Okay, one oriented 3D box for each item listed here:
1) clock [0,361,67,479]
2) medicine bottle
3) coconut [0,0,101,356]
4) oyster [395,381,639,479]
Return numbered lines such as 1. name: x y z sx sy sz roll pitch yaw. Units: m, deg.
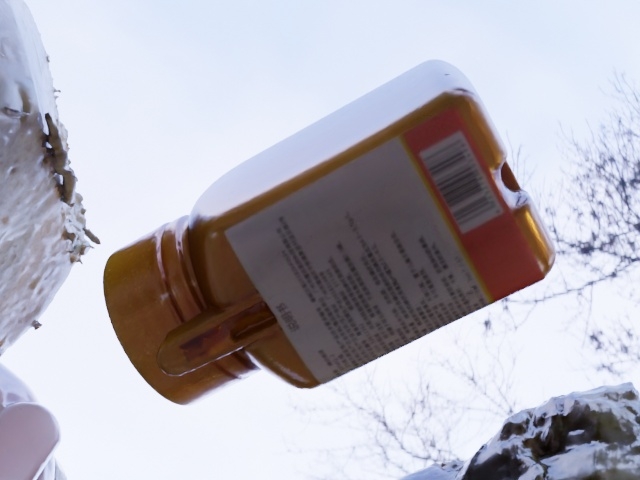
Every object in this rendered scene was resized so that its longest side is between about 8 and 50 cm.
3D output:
1. clock: -0.411 0.199 0.816 0.342 0.184 0.326 37 -31 2
2. medicine bottle: 0.000 0.001 0.455 0.222 0.149 0.112 -28 -76 12
3. coconut: -0.357 -0.077 0.584 0.360 0.346 0.346 31 -61 18
4. oyster: 0.112 0.182 0.531 0.107 0.161 0.233 39 -61 -12
